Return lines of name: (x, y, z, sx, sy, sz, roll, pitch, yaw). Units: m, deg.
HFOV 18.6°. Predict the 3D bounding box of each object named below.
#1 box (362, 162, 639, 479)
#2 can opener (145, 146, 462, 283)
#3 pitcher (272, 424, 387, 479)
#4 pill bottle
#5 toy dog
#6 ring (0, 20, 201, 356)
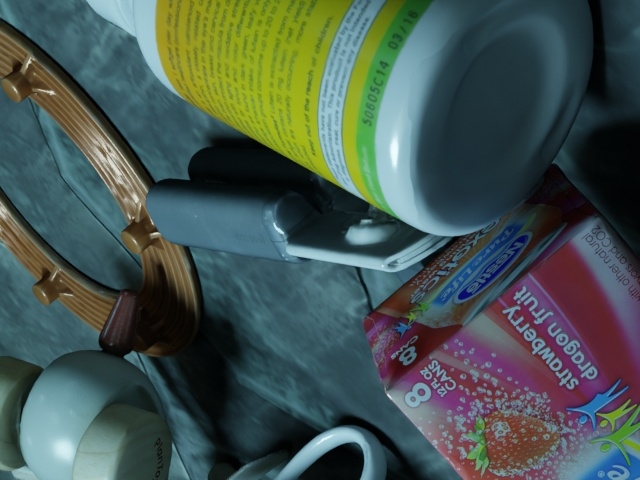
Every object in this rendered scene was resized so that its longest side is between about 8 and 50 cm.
box: (0.151, 0.105, 0.933, 0.257, 0.128, 0.122, 49, -173, -13)
can opener: (0.000, 0.000, 1.165, 0.283, 0.076, 0.095, 7, 131, 56)
pitcher: (-0.042, 0.227, 1.385, 0.207, 0.178, 0.125, -16, 143, 33)
pill bottle: (-0.003, -0.111, 0.944, 0.246, 0.136, 0.136, 30, 149, 35)
toy dog: (-0.138, 0.145, 1.507, 0.220, 0.161, 0.333, 25, 168, 8)
ring: (-0.219, -0.038, 1.516, 0.336, 0.032, 0.336, 37, 151, 24)
